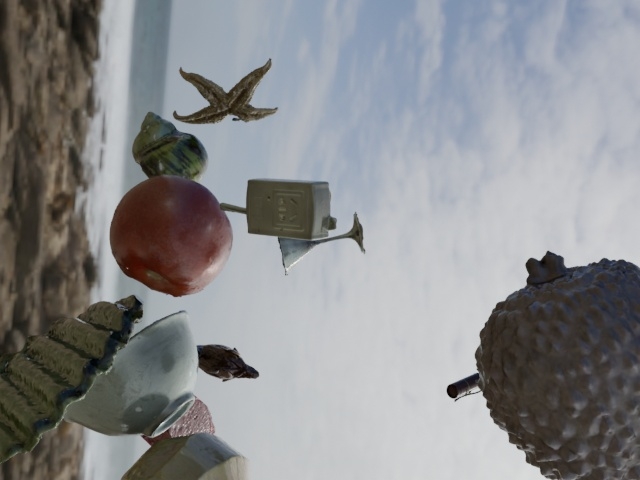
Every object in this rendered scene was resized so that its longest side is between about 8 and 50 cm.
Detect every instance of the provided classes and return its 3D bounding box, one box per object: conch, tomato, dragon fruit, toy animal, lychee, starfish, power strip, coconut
[{"bbox_3d":[-0.321,-0.179,1.841,0.124,0.181,0.187,-55,176,14],"label":"conch"},{"bbox_3d":[-0.251,-0.012,1.496,0.208,0.208,0.184,117,-6,-64],"label":"tomato"},{"bbox_3d":[-0.350,0.392,1.967,0.126,0.161,0.274,-57,141,-33],"label":"dragon fruit"},{"bbox_3d":[-0.239,0.285,2.068,0.179,0.188,0.089,34,72,-56],"label":"toy animal"},{"bbox_3d":[0.458,0.224,1.503,0.380,0.380,0.432,136,-64,-74],"label":"lychee"},{"bbox_3d":[-0.213,-0.310,1.875,0.050,0.247,0.138,-80,163,-52],"label":"starfish"},{"bbox_3d":[-0.061,-0.043,1.134,0.042,0.175,0.075,-11,103,-55],"label":"power strip"},{"bbox_3d":[-0.241,0.481,1.618,0.259,0.259,0.259,-175,-90,-79],"label":"coconut"}]

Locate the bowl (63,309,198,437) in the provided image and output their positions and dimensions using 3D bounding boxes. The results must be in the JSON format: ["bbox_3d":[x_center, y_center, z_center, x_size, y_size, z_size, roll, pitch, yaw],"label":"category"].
[{"bbox_3d":[-0.332,0.293,1.707,0.313,0.146,0.313,-43,169,-10],"label":"bowl"}]

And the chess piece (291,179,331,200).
[{"bbox_3d":[-0.033,-0.097,1.828,0.122,0.066,0.066,22,-72,60],"label":"chess piece"}]

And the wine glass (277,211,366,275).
[{"bbox_3d":[0.000,0.000,1.857,0.122,0.183,0.122,167,-90,-89],"label":"wine glass"}]

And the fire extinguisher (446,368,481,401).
[{"bbox_3d":[0.364,0.351,2.135,0.039,0.132,0.056,-31,-104,48],"label":"fire extinguisher"}]

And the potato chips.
[{"bbox_3d":[-0.434,0.208,1.434,0.070,0.358,0.429,57,-22,-18],"label":"potato chips"}]
